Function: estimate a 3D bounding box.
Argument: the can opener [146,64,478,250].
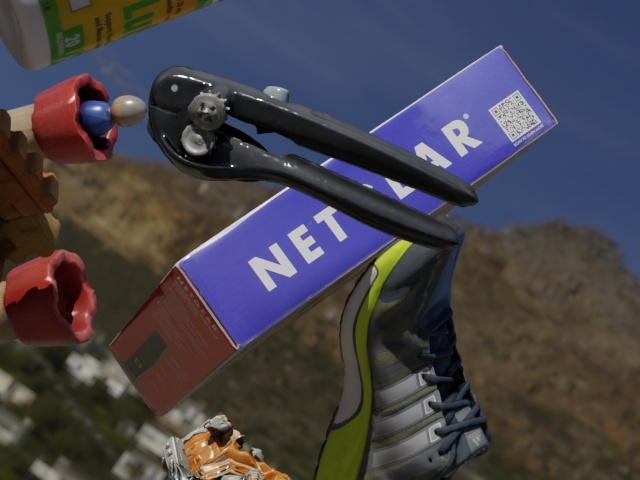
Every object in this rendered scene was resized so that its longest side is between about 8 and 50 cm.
[{"bbox_3d":[-0.006,-0.046,0.960,0.186,0.059,0.073,17,11,11],"label":"can opener"}]

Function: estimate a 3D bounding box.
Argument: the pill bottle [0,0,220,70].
[{"bbox_3d":[-0.127,-0.228,1.334,0.136,0.246,0.136,58,-17,30],"label":"pill bottle"}]

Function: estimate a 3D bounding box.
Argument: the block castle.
[{"bbox_3d":[-0.322,-0.128,1.524,0.213,0.303,0.453,-13,-40,17],"label":"block castle"}]

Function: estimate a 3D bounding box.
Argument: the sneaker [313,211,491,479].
[{"bbox_3d":[0.084,0.117,1.445,0.121,0.111,0.300,25,-56,28],"label":"sneaker"}]

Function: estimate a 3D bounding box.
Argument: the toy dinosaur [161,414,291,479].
[{"bbox_3d":[-0.032,0.236,1.128,0.164,0.322,0.218,-25,-61,21],"label":"toy dinosaur"}]

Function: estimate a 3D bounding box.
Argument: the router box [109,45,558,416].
[{"bbox_3d":[0.000,0.000,1.523,0.082,0.335,0.301,54,-21,3],"label":"router box"}]
